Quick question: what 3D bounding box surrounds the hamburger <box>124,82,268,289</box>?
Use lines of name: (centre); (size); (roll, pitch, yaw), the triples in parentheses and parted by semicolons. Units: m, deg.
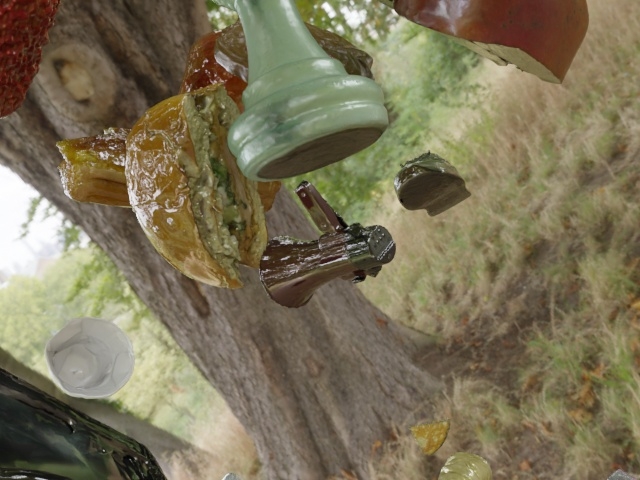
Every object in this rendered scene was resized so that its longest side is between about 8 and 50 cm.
hamburger: (-0.177, -0.060, 0.823); (0.157, 0.282, 0.144); (-1, 26, 20)

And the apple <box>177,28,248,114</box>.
apple: (-0.179, -0.311, 1.350); (0.302, 0.301, 0.301); (-33, 15, 10)

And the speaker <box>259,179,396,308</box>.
speaker: (0.007, 0.000, 1.481); (0.198, 0.258, 0.330); (-10, -13, -47)

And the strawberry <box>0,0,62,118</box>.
strawberry: (-0.516, -0.335, 0.866); (0.268, 0.350, 0.312); (6, 13, -3)

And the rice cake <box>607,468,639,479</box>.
rice cake: (0.623, 0.477, 1.035); (0.055, 0.048, 0.270); (-15, 26, -39)

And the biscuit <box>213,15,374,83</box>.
biscuit: (-0.035, -0.314, 1.044); (0.257, 0.273, 0.049); (-71, 2, -50)

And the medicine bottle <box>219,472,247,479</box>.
medicine bottle: (-0.161, 0.447, 0.906); (0.119, 0.069, 0.183); (-56, 2, 38)

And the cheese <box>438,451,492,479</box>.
cheese: (0.340, 0.645, 1.530); (0.214, 0.117, 0.225); (8, -77, -65)

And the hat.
hat: (-0.545, 0.281, 1.407); (0.126, 0.203, 0.203); (-31, 14, 44)

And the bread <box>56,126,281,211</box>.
bread: (-0.258, -0.134, 1.065); (0.185, 0.381, 0.109); (54, 131, 42)

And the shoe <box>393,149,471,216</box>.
shoe: (0.183, -0.105, 1.047); (0.103, 0.098, 0.275); (-32, -14, 15)

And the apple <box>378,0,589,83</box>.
apple: (0.216, -0.359, 0.925); (0.295, 0.365, 0.328); (-32, 51, 51)

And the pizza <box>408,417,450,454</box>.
pizza: (0.284, 0.508, 1.628); (0.122, 0.109, 0.026); (-63, 8, 10)

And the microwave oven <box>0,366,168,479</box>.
microwave oven: (-0.214, 0.167, 0.339); (0.188, 0.247, 0.178); (-52, 32, -7)

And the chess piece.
chess piece: (-0.051, -0.240, 0.740); (0.195, 0.298, 0.194); (-19, -5, -2)
